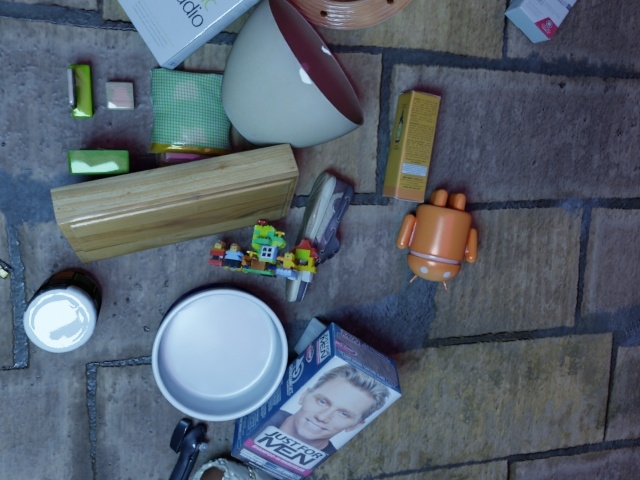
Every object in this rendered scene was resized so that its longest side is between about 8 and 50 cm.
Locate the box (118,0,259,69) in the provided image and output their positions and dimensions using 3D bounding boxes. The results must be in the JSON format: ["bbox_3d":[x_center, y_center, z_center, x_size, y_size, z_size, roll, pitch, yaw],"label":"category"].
[{"bbox_3d":[-0.216,-0.494,1.012,0.322,0.058,0.232,-33,93,13],"label":"box"}]

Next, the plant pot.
[{"bbox_3d":[-0.076,-0.284,1.087,0.190,0.284,0.284,-32,109,21],"label":"plant pot"}]

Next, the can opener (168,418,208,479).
[{"bbox_3d":[-0.291,0.475,1.229,0.059,0.073,0.186,7,101,-57],"label":"can opener"}]

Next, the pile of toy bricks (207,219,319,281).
[{"bbox_3d":[-0.115,0.013,1.138,0.212,0.118,0.105,6,80,24],"label":"pile of toy bricks"}]

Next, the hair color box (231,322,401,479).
[{"bbox_3d":[-0.016,0.347,1.189,0.173,0.105,0.347,33,114,-19],"label":"hair color box"}]

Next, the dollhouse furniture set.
[{"bbox_3d":[-0.301,-0.225,1.063,0.301,0.151,0.198,-3,99,-17],"label":"dollhouse furniture set"}]

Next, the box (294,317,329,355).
[{"bbox_3d":[0.015,0.238,1.259,0.101,0.102,0.087,34,85,-20],"label":"box"}]

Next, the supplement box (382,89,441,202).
[{"bbox_3d":[0.199,-0.205,1.264,0.080,0.078,0.234,5,97,-18],"label":"supplement box"}]

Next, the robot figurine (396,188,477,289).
[{"bbox_3d":[0.267,-0.003,1.289,0.158,0.128,0.220,8,96,-43],"label":"robot figurine"}]

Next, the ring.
[{"bbox_3d":[0.041,-0.548,1.070,0.336,0.336,0.032,23,53,-19],"label":"ring"}]

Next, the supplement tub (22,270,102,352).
[{"bbox_3d":[-0.461,0.121,1.043,0.116,0.190,0.117,-2,98,-16],"label":"supplement tub"}]

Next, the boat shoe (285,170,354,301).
[{"bbox_3d":[0.000,0.000,1.221,0.092,0.103,0.286,17,87,-14],"label":"boat shoe"}]

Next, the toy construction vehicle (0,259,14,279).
[{"bbox_3d":[-0.637,0.054,1.059,0.086,0.035,0.098,-46,108,-7],"label":"toy construction vehicle"}]

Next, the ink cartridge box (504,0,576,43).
[{"bbox_3d":[0.514,-0.551,1.320,0.109,0.063,0.151,36,86,-19],"label":"ink cartridge box"}]

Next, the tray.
[{"bbox_3d":[-0.254,-0.063,1.071,0.410,0.203,0.076,-14,72,-15],"label":"tray"}]

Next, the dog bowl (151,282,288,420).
[{"bbox_3d":[-0.204,0.222,1.173,0.264,0.104,0.265,-1,95,-13],"label":"dog bowl"}]

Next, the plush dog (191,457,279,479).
[{"bbox_3d":[-0.178,0.599,1.235,0.262,0.210,0.225,42,100,9],"label":"plush dog"}]
